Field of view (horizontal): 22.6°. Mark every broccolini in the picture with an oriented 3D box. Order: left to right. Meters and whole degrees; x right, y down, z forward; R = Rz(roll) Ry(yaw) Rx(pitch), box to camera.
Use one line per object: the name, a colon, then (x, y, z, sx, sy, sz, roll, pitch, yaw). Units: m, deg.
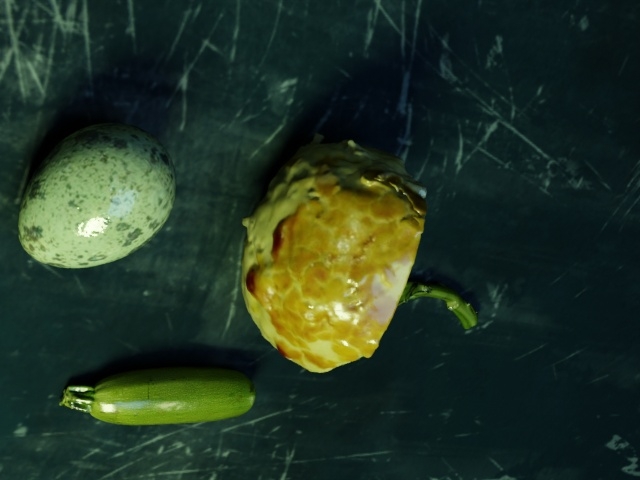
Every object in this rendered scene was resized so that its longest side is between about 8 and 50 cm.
broccolini: (0.107, 0.108, 2.023, 0.271, 0.062, 0.123, 11, 117, -46)

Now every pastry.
pastry: (-0.003, 0.008, 1.755, 0.170, 0.237, 0.256, 29, 98, -18)

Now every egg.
egg: (-0.225, -0.042, 1.594, 0.172, 0.132, 0.132, -35, 134, -3)

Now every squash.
squash: (-0.172, 0.177, 1.813, 0.252, 0.066, 0.066, 1, 114, -40)
